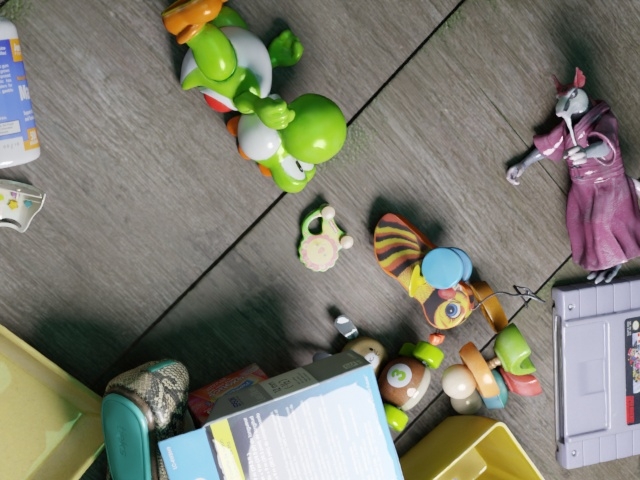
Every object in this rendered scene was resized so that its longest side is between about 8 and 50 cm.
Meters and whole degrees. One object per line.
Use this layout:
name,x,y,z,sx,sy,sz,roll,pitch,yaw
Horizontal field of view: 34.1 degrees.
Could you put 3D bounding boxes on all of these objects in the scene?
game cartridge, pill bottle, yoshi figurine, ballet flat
game cartridge,0.560,0.249,2.006,0.230,0.068,0.355,-7,101,-13
pill bottle,-0.507,-0.241,1.519,0.152,0.152,0.272,-11,103,-16
yoshi figurine,-0.079,-0.249,1.642,0.203,0.203,0.362,-38,111,-16
ballet flat,-0.271,0.402,1.688,0.182,0.164,0.482,-28,134,-52

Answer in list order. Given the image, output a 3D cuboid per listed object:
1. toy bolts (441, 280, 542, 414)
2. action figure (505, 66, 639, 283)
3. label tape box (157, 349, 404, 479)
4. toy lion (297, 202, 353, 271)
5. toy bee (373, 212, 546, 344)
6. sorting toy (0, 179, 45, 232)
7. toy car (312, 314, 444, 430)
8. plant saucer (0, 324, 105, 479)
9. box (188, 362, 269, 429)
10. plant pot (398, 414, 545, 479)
toy bolts,0.281,0.214,1.872,0.158,0.218,0.228,-27,140,1
action figure,0.493,-0.127,1.820,0.276,0.248,0.370,-19,107,-15
label tape box,-0.062,0.347,1.628,0.348,0.115,0.249,-18,103,-13
toy lion,0.000,0.000,1.794,0.096,0.034,0.100,-33,107,-3
toy bee,0.198,0.087,1.771,0.195,0.298,0.162,19,103,-51
sorting toy,-0.478,-0.052,1.622,0.083,0.045,0.075,13,102,-20
toy car,0.087,0.215,1.808,0.188,0.149,0.155,34,75,-8
plant saucer,-0.538,0.303,1.635,0.333,0.081,0.332,42,86,-22
box,-0.102,0.382,1.758,0.142,0.154,0.300,-24,106,-13
plant pot,0.257,0.435,1.866,0.212,0.187,0.212,-39,108,-8
